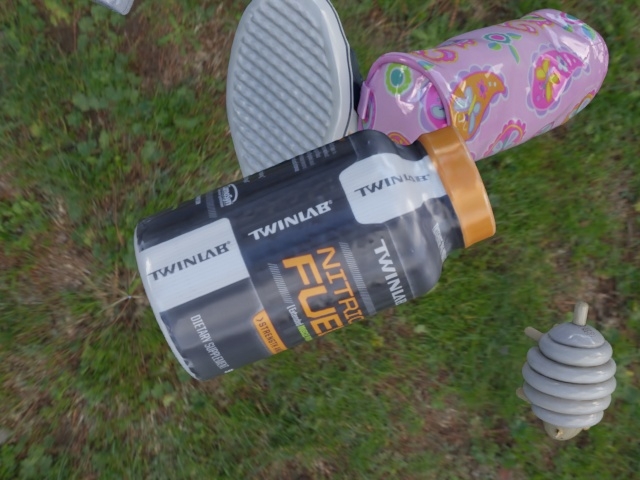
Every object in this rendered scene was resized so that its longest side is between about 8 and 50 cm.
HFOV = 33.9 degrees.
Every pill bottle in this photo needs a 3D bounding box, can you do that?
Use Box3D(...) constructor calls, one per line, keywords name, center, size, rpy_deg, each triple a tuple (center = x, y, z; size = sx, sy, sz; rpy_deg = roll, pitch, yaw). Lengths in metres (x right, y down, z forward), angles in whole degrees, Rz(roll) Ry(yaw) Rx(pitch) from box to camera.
Box3D(name="pill bottle", center=(0.000, 0.000, 0.766), size=(0.245, 0.130, 0.130), rpy_deg=(-22, 91, 2))

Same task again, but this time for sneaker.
Box3D(name="sneaker", center=(-0.008, -0.095, 1.014), size=(0.126, 0.127, 0.321), rpy_deg=(12, 119, 24))

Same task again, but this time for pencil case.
Box3D(name="pencil case", center=(0.159, -0.146, 1.006), size=(0.284, 0.124, 0.124), rpy_deg=(-26, 92, -42))

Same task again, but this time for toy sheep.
Box3D(name="toy sheep", center=(0.220, 0.117, 0.932), size=(0.091, 0.091, 0.132), rpy_deg=(-2, 107, -10))

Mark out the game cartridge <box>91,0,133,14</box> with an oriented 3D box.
Box3D(name="game cartridge", center=(-0.256, -0.338, 0.899), size=(0.294, 0.060, 0.196), rpy_deg=(25, 89, 9))
